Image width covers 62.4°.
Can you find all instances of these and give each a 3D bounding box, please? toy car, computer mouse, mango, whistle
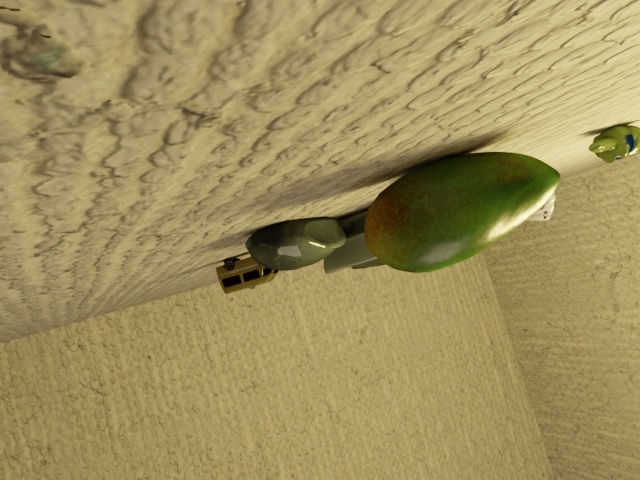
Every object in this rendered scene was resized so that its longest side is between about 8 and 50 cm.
[{"bbox_3d":[-0.220,0.099,1.802,0.256,0.125,0.101,-16,178,8],"label":"toy car"},{"bbox_3d":[-0.055,0.015,1.389,0.203,0.114,0.374,-19,177,24],"label":"computer mouse"},{"bbox_3d":[0.264,-0.063,1.012,0.381,0.201,0.225,-20,166,7],"label":"mango"},{"bbox_3d":[0.764,-0.250,1.362,0.227,0.085,0.105,-14,166,-36],"label":"whistle"}]

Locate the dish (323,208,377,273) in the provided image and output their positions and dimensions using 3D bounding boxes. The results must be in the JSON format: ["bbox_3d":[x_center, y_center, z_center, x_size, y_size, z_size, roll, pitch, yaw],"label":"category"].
[{"bbox_3d":[0.101,-0.023,1.547,0.243,0.182,0.080,-20,137,25],"label":"dish"}]

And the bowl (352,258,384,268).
[{"bbox_3d":[0.253,-0.021,1.800,0.336,0.158,0.337,-15,-177,1],"label":"bowl"}]

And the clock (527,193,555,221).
[{"bbox_3d":[0.597,-0.144,1.704,0.253,0.189,0.189,-4,177,5],"label":"clock"}]
